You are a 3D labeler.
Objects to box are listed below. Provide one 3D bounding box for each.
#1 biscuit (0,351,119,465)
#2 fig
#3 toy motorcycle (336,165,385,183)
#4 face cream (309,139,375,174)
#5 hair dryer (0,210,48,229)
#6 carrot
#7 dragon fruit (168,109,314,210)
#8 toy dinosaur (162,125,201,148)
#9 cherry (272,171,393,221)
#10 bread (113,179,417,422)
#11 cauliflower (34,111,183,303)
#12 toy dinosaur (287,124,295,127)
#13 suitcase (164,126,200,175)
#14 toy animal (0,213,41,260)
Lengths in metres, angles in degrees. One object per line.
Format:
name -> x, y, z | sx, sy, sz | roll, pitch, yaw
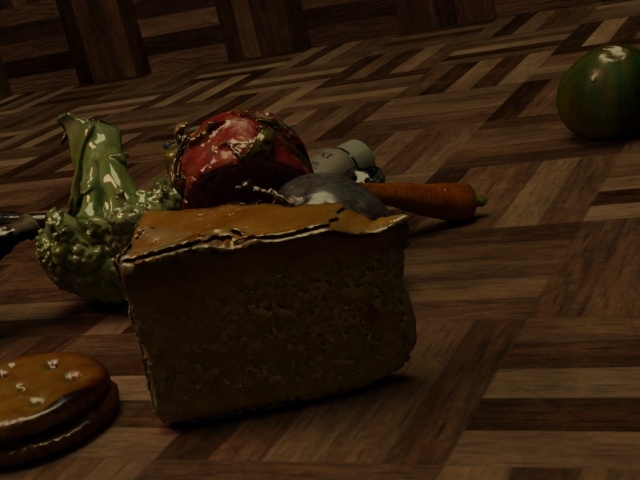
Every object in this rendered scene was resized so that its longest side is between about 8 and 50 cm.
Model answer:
biscuit -> -0.353, 0.198, 1.367 | 0.220, 0.066, 0.220 | -11, 18, 4
fig -> 0.513, -0.266, 2.021 | 0.181, 0.191, 0.181 | -1, 52, 1
toy motorcycle -> -0.007, -0.037, 1.794 | 0.159, 0.106, 0.270 | -5, 30, 38
face cream -> -0.028, -0.091, 2.002 | 0.143, 0.089, 0.314 | 5, 27, 43
hair dryer -> -0.636, 0.004, 2.221 | 0.196, 0.075, 0.219 | -6, 27, -7
carrot -> 0.132, -0.063, 1.746 | 0.257, 0.061, 0.061 | 2, 14, -13
dragon fruit -> -0.120, -0.096, 1.674 | 0.211, 0.282, 0.147 | 0, 55, -14
toy dinosaur -> -0.293, -0.228, 2.643 | 0.144, 0.076, 0.329 | -22, 16, -5
cherry -> 0.011, 0.001, 1.546 | 0.195, 0.195, 0.195 | -12, 17, 4
bread -> -0.068, 0.052, 1.334 | 0.315, 0.248, 0.279 | -11, 19, -7
cauliflower -> -0.298, -0.039, 1.751 | 0.260, 0.281, 0.327 | 14, -10, -21
toy dinosaur -> -0.138, -0.225, 2.581 | 0.106, 0.044, 0.187 | -22, 13, 28
suitcase -> -0.183, -0.145, 2.186 | 0.194, 0.143, 0.235 | -9, 17, 10
toy animal -> -0.640, 0.056, 1.758 | 0.303, 0.194, 0.344 | -43, 1, -44
